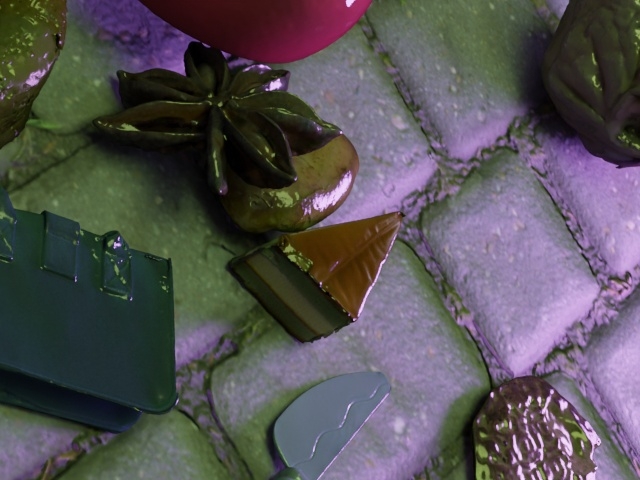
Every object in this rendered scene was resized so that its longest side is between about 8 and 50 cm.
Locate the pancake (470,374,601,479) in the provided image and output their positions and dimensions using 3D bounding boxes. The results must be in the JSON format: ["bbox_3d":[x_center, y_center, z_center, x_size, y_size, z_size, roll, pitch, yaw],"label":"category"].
[{"bbox_3d":[0.232,0.249,1.879,0.212,0.029,0.235,21,55,-36],"label":"pancake"}]

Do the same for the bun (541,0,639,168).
[{"bbox_3d":[0.393,-0.189,2.122,0.281,0.281,0.205,33,57,-28],"label":"bun"}]

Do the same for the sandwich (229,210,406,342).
[{"bbox_3d":[0.000,0.000,1.745,0.113,0.079,0.163,46,45,-18],"label":"sandwich"}]

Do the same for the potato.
[{"bbox_3d":[-0.030,-0.059,1.743,0.107,0.080,0.170,42,46,4],"label":"potato"}]

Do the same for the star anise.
[{"bbox_3d":[-0.087,-0.114,1.676,0.212,0.073,0.197,27,43,19],"label":"star anise"}]

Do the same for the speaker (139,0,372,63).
[{"bbox_3d":[-0.071,-0.311,1.720,0.294,0.294,0.294,23,54,-35],"label":"speaker"}]

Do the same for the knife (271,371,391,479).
[{"bbox_3d":[-0.017,0.197,1.660,0.080,0.044,0.331,45,37,-7],"label":"knife"}]

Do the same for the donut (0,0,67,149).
[{"bbox_3d":[-0.328,-0.199,1.512,0.272,0.107,0.272,22,53,-33],"label":"donut"}]

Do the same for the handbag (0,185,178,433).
[{"bbox_3d":[-0.227,0.053,1.511,0.229,0.062,0.179,20,53,-36],"label":"handbag"}]
